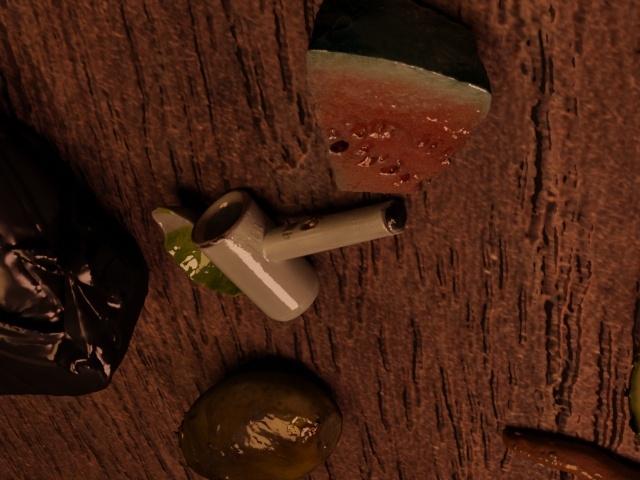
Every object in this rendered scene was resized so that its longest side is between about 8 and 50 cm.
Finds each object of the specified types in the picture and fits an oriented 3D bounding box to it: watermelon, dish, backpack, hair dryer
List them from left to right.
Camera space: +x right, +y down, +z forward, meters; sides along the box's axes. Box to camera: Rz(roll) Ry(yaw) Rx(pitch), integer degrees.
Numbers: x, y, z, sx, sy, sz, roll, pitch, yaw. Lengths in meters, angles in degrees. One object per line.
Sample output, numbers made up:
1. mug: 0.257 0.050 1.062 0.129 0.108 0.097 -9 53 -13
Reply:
1. backpack: -0.398 -0.009 1.907 0.363 0.255 0.446 -7 131 37
2. dish: -0.119 -0.001 1.877 0.091 0.039 0.137 13 147 39
3. hair dryer: 0.000 0.000 1.771 0.236 0.073 0.131 -16 129 40
4. watermelon: 0.059 -0.109 1.540 0.154 0.094 0.241 17 150 2

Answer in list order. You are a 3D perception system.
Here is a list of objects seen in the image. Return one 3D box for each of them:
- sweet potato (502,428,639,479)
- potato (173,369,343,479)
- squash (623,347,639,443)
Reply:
1. sweet potato: 0.281 0.239 1.890 0.214 0.050 0.050 24 149 17
2. potato: -0.072 0.217 2.087 0.149 0.113 0.251 46 148 -19
3. squash: 0.387 0.148 1.687 0.189 0.189 0.260 17 -177 21
